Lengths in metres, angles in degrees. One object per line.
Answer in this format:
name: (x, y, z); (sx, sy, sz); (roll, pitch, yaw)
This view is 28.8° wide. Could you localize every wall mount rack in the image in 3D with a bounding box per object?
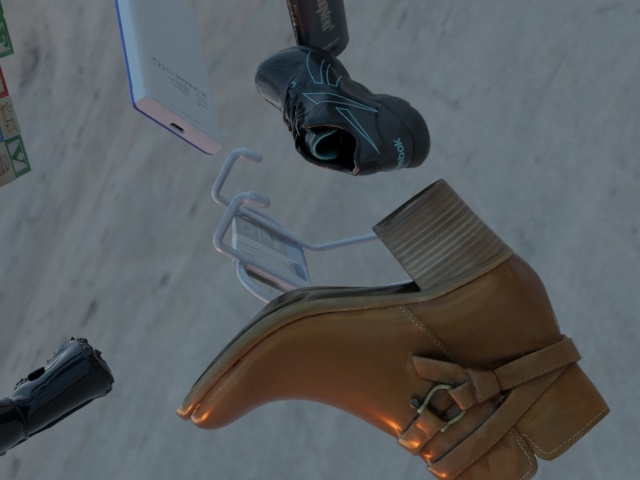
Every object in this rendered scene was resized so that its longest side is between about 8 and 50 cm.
wall mount rack: (0.000, 0.000, 1.710); (0.130, 0.304, 0.350); (-60, 15, 15)

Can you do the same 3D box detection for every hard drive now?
hard drive: (-0.268, -0.321, 2.166); (0.040, 0.210, 0.318); (-29, 56, 23)

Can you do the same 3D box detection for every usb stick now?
usb stick: (-0.008, -0.290, 1.447); (0.077, 0.045, 0.278); (-48, -20, -14)

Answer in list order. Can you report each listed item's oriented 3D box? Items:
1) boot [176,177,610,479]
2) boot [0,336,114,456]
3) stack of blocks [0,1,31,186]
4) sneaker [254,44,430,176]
boot: (0.053, 0.117, 0.941); (0.283, 0.220, 0.109); (-37, 3, 4)
boot: (-0.373, 0.201, 1.582); (0.207, 0.094, 0.246); (-34, -7, -2)
stack of blocks: (-0.394, -0.197, 1.291); (0.171, 0.087, 0.297); (-54, -48, -71)
sneaker: (0.002, -0.150, 1.449); (0.267, 0.106, 0.101); (30, 137, 39)
